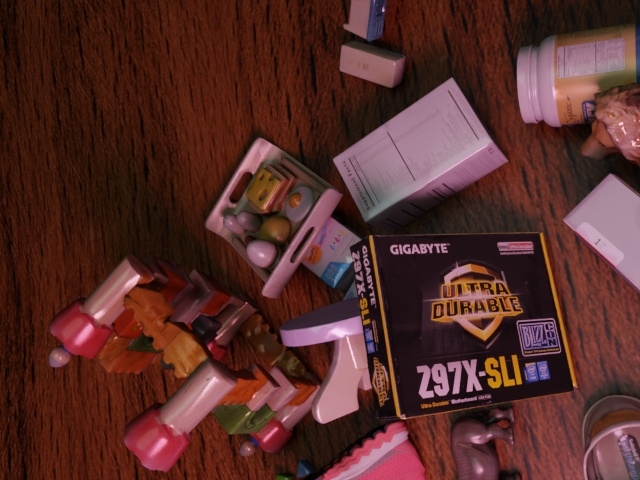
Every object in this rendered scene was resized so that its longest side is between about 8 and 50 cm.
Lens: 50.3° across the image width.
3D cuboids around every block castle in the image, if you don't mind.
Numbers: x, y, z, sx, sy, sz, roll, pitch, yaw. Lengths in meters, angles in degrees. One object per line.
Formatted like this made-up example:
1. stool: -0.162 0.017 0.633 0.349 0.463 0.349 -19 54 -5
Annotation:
1. block castle: -0.209 0.218 1.133 0.213 0.453 0.303 -46 66 5

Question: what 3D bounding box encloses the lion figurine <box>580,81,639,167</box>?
1. lion figurine: 0.523 -0.056 0.887 0.142 0.240 0.392 -47 43 15

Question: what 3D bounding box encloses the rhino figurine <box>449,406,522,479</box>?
1. rhino figurine: 0.264 0.390 1.079 0.106 0.073 0.243 -7 81 22

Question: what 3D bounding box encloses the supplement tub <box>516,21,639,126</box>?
1. supplement tub: 0.417 -0.253 1.056 0.200 0.144 0.144 -2 82 27

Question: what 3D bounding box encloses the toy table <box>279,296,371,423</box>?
1. toy table: 0.083 0.179 1.109 0.275 0.252 0.160 -15 94 -9

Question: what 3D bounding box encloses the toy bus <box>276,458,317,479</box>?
1. toy bus: -0.030 0.509 1.191 0.191 0.104 0.202 18 90 28

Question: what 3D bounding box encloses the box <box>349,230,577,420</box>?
1. box: 0.215 0.118 1.018 0.079 0.322 0.256 -30 64 61

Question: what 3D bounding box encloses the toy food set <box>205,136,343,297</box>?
1. toy food set: -0.104 -0.055 1.270 0.219 0.092 0.306 -58 39 8

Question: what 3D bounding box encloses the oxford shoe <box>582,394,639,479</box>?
1. oxford shoe: 0.482 0.436 0.933 0.169 0.130 0.449 -25 73 20

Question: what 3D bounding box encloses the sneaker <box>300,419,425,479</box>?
1. sneaker: 0.047 0.417 1.089 0.314 0.116 0.136 -28 78 -26

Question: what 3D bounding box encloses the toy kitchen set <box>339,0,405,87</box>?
1. toy kitchen set: 0.139 -0.419 1.270 0.122 0.166 0.207 27 132 28

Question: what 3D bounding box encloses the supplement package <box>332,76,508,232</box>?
1. supplement package: 0.171 -0.138 1.169 0.244 0.134 0.139 -32 70 19

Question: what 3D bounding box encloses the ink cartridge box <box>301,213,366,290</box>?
1. ink cartridge box: 0.000 0.000 1.275 0.181 0.062 0.104 37 99 27

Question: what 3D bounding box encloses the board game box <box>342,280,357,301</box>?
1. board game box: 0.098 0.097 1.235 0.090 0.020 0.090 33 98 25

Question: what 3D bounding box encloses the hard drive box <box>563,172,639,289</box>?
1. hard drive box: 0.450 0.016 0.950 0.089 0.232 0.181 -47 65 13
